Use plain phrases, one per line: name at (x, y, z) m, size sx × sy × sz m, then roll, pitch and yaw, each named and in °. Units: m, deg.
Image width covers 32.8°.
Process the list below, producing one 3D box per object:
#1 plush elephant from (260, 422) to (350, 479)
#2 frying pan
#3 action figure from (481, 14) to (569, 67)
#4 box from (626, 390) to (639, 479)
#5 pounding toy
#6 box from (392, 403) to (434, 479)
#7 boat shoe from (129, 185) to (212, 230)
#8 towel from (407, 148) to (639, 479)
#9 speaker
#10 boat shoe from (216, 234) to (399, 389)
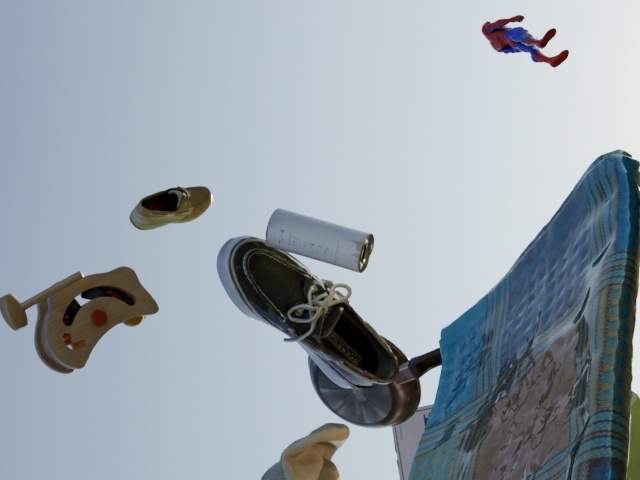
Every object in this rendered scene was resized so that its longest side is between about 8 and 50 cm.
plush elephant at (-0.018, 0.404, 1.454) m, size 0.272 × 0.330 × 0.255 m, roll -50°, pitch 3°, yaw 43°
frying pan at (0.121, 0.228, 1.699) m, size 0.053 × 0.326 × 0.197 m, roll -48°, pitch -46°, yaw -49°
action figure at (0.172, -0.175, 0.944) m, size 0.030 × 0.115 × 0.038 m, roll -48°, pitch -60°, yaw -5°
box at (0.330, 0.310, 1.375) m, size 0.243 × 0.117 × 0.213 m, roll -50°, pitch -53°, yaw -4°
pounding toy at (-0.400, 0.136, 1.863) m, size 0.270 × 0.155 × 0.154 m, roll -15°, pitch -95°, yaw -34°
box at (0.288, 0.382, 2.045) m, size 0.087 × 0.290 × 0.169 m, roll 42°, pitch -144°, yaw -63°
boat shoe at (-0.209, -0.053, 1.568) m, size 0.135 × 0.050 × 0.045 m, roll -24°, pitch -23°, yaw -37°
towel at (0.133, 0.119, 0.779) m, size 0.271 × 0.040 × 0.370 m, roll -54°, pitch 7°, yaw 40°
speaker at (0.000, 0.000, 1.425) m, size 0.055 × 0.136 × 0.055 m, roll 15°, pitch -90°, yaw -70°
boat shoe at (-0.011, 0.103, 1.512) m, size 0.306 × 0.105 × 0.113 m, roll 48°, pitch -117°, yaw -18°
